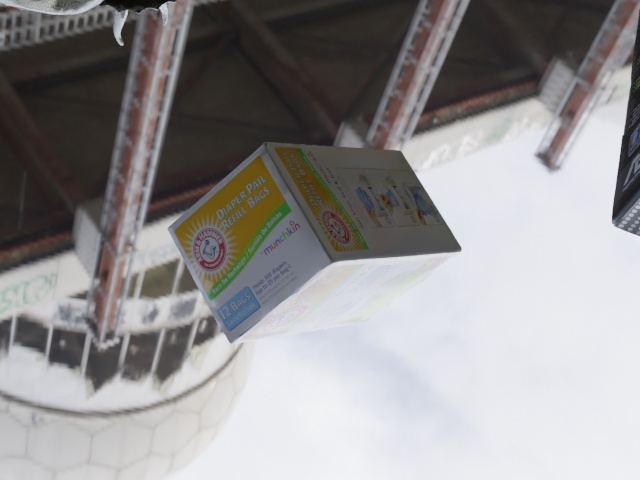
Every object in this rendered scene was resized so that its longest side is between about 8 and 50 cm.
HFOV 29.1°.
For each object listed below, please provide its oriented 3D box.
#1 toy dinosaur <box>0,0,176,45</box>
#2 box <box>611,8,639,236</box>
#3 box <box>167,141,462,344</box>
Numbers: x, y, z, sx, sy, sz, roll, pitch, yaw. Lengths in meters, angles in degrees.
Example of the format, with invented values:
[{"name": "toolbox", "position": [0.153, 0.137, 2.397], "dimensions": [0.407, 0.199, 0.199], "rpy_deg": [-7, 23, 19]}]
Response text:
[{"name": "toy dinosaur", "position": [-0.163, -0.203, 0.764], "dimensions": [0.160, 0.121, 0.313], "rpy_deg": [69, -159, -8]}, {"name": "box", "position": [0.202, -0.146, 0.447], "dimensions": [0.060, 0.270, 0.216], "rpy_deg": [21, -126, -5]}, {"name": "box", "position": [0.000, 0.000, 0.948], "dimensions": [0.203, 0.114, 0.103], "rpy_deg": [-2, -122, -58]}]
